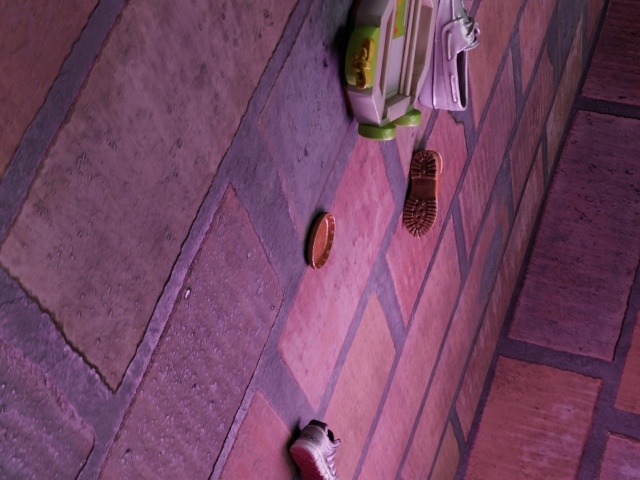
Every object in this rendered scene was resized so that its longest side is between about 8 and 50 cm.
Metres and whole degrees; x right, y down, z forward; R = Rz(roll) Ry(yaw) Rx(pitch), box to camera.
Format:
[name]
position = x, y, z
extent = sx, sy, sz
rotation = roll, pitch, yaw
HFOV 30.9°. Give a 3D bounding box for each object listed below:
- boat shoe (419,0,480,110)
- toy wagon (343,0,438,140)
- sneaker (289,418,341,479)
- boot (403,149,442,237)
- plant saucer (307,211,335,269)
[boat shoe]
position = 0.221, -0.340, 1.926
extent = 0.096, 0.088, 0.268
rotation = -44, 143, -58
[toy wagon]
position = 0.096, -0.280, 1.646
extent = 0.344, 0.068, 0.267
rotation = -35, 134, -62
[sneaker]
position = 0.002, 0.332, 1.793
extent = 0.075, 0.063, 0.170
rotation = -60, 151, -26
[boot]
position = 0.189, -0.085, 2.062
extent = 0.084, 0.059, 0.158
rotation = -33, 133, -70
[plant saucer]
position = 0.000, 0.000, 1.641
extent = 0.083, 0.013, 0.083
rotation = 14, 90, -71
